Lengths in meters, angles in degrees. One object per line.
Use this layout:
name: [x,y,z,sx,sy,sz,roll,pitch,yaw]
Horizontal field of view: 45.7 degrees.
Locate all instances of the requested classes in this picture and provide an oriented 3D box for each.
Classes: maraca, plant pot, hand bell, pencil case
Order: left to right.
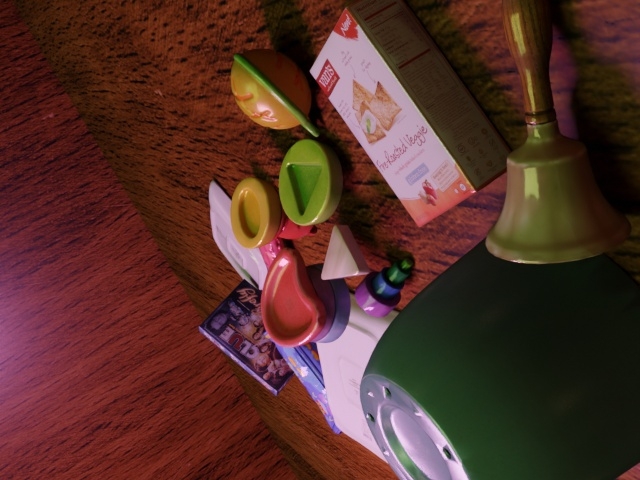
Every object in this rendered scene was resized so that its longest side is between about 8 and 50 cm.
maraca: [-0.061,-0.205,1.079,0.127,0.099,0.186,49,-174,27]
pencil case: [0.002,0.287,1.694,0.306,0.119,0.133,53,178,9]
plant pot: [0.187,0.162,0.807,0.293,0.235,0.293,45,153,31]
hand bell: [0.187,-0.115,0.645,0.126,0.126,0.241,22,129,59]

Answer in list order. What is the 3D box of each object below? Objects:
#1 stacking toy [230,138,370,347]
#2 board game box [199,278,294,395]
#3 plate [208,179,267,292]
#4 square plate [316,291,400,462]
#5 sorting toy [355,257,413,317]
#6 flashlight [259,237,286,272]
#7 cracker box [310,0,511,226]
stacking toy: [0.000,0.000,1.214,0.279,0.130,0.308,-41,59,44]
board game box: [-0.144,0.228,1.811,0.243,0.165,0.042,37,157,11]
plate: [-0.191,0.021,1.849,0.278,0.045,0.277,50,161,18]
square plate: [0.086,0.267,1.426,0.347,0.049,0.343,17,121,60]
sorting toy: [0.198,0.169,1.100,0.365,0.127,0.126,53,132,17]
flashlight: [-0.091,0.035,1.544,0.103,0.103,0.304,9,135,30]
cracker box: [0.094,-0.141,0.840,0.232,0.067,0.156,56,161,3]
